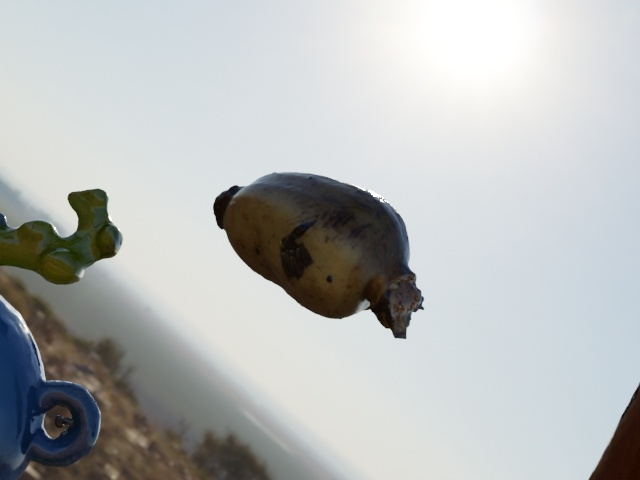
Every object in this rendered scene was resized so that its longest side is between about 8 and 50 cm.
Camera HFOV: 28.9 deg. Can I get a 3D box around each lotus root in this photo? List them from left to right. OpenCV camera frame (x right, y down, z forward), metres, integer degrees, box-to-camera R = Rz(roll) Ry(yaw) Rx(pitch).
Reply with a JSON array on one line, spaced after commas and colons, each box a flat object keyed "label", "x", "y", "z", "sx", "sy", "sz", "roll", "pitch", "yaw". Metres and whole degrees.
[{"label": "lotus root", "x": 0.000, "y": 0.000, "z": 1.310, "sx": 0.257, "sy": 0.140, "sz": 0.154, "roll": 26, "pitch": 16, "yaw": 24}]

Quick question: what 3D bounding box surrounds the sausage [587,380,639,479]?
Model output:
[{"label": "sausage", "x": 0.184, "y": 0.128, "z": 0.633, "sx": 0.083, "sy": 0.300, "sz": 0.089, "roll": 9, "pitch": 25, "yaw": -38}]

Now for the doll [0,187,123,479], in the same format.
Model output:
[{"label": "doll", "x": -0.289, "y": 0.101, "z": 0.715, "sx": 0.341, "sy": 0.346, "sz": 0.099, "roll": 6, "pitch": -7, "yaw": 11}]
